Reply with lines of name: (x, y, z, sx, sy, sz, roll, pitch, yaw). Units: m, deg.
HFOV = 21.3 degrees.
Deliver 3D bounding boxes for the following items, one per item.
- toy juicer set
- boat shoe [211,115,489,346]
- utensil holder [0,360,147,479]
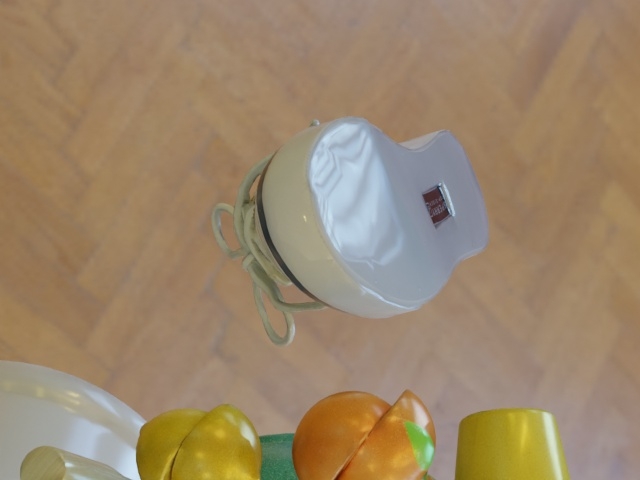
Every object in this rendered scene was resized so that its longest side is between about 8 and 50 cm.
toy juicer set: (-0.042, 0.151, 0.935, 0.209, 0.329, 0.089, 18, 64, -49)
boat shoe: (-0.002, -0.008, 1.163, 0.136, 0.156, 0.367, 70, 19, -2)
utensil holder: (-0.292, 0.342, 1.416, 0.327, 0.328, 0.385, 60, 21, -25)
